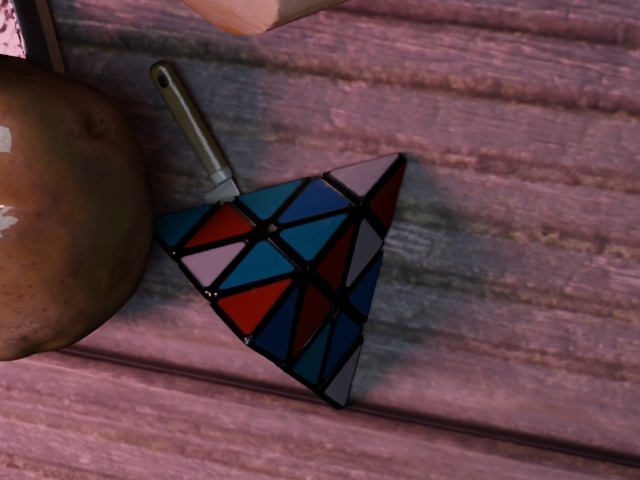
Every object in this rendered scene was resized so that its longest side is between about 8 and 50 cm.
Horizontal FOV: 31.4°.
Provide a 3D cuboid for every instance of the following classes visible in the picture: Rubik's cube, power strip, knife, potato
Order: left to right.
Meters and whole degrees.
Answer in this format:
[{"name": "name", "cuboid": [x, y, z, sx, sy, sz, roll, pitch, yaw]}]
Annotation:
[{"name": "power strip", "cuboid": [-0.344, -0.264, 1.164, 0.105, 0.070, 0.257, -9, 100, 20]}, {"name": "potato", "cuboid": [-0.286, -0.030, 1.119, 0.243, 0.221, 0.326, -12, 126, -9]}, {"name": "knife", "cuboid": [-0.102, -0.048, 1.181, 0.047, 0.017, 0.298, -26, 100, 20]}, {"name": "Rubik's cube", "cuboid": [0.000, 0.000, 1.090, 0.284, 0.250, 0.234, 44, 89, 0]}]

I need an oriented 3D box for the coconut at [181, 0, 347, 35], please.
[{"name": "coconut", "cuboid": [-0.052, -0.324, 0.931, 0.323, 0.323, 0.323, 4, 105, 14]}]
